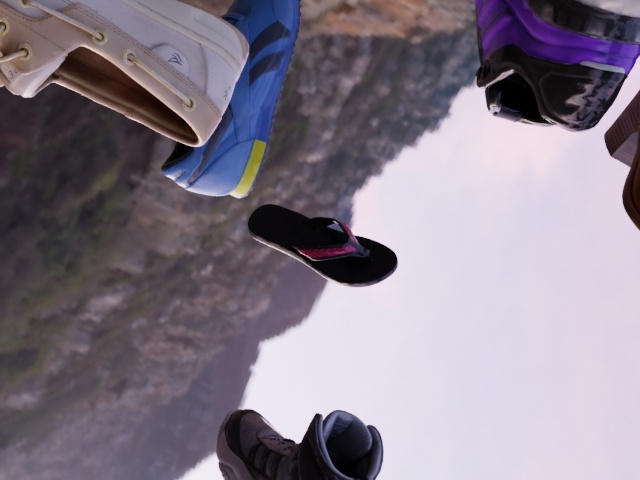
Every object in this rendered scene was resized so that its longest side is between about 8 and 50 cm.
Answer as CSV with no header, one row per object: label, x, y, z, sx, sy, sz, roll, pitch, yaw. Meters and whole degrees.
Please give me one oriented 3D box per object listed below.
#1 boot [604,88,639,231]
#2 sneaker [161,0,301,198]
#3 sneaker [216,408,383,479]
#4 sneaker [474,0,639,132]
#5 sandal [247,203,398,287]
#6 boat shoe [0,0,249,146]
boot,0.296,-0.077,0.953,0.152,0.073,0.197,-50,-143,31
sneaker,-0.075,-0.140,1.026,0.069,0.082,0.209,13,-92,63
sneaker,-0.016,0.227,1.332,0.153,0.101,0.268,-62,-146,17
sneaker,0.153,-0.167,0.966,0.293,0.102,0.146,-113,-146,-63
sandal,0.000,0.000,1.406,0.067,0.179,0.040,-58,162,-35
boat shoe,-0.114,-0.087,0.533,0.063,0.170,0.059,149,-43,-66
